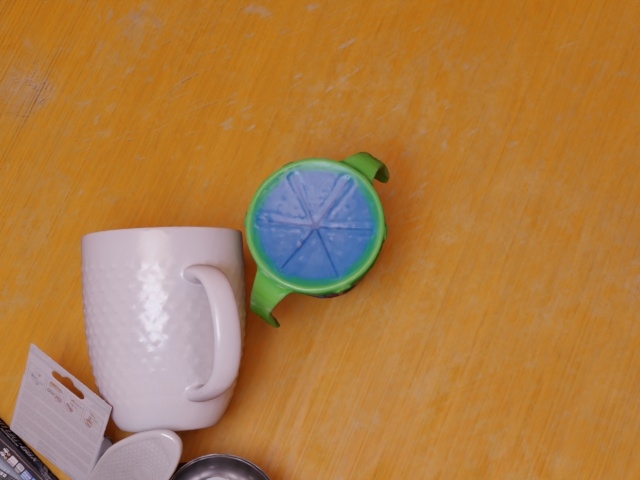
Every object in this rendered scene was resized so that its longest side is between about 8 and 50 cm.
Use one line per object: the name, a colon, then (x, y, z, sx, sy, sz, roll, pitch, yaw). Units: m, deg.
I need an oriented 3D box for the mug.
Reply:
mug: (-0.236, 0.148, 1.622, 0.276, 0.374, 0.328, 0, 85, -33)

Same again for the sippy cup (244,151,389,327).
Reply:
sippy cup: (0.000, 0.000, 1.706, 0.305, 0.224, 0.240, -19, 75, 0)

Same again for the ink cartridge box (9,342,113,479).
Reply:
ink cartridge box: (-0.433, 0.296, 1.679, 0.189, 0.066, 0.232, 35, 123, 14)

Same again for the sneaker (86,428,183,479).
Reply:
sneaker: (-0.305, 0.375, 1.631, 0.104, 0.147, 0.296, 46, 119, 2)

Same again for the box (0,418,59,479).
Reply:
box: (-0.641, 0.423, 1.727, 0.307, 0.076, 0.242, 42, 83, 14)

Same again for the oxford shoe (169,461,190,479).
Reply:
oxford shoe: (-0.160, 0.478, 1.655, 0.271, 0.098, 0.097, 34, 80, 13)

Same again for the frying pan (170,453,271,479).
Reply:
frying pan: (-0.191, 0.504, 1.604, 0.197, 0.053, 0.326, 25, 98, -1)
